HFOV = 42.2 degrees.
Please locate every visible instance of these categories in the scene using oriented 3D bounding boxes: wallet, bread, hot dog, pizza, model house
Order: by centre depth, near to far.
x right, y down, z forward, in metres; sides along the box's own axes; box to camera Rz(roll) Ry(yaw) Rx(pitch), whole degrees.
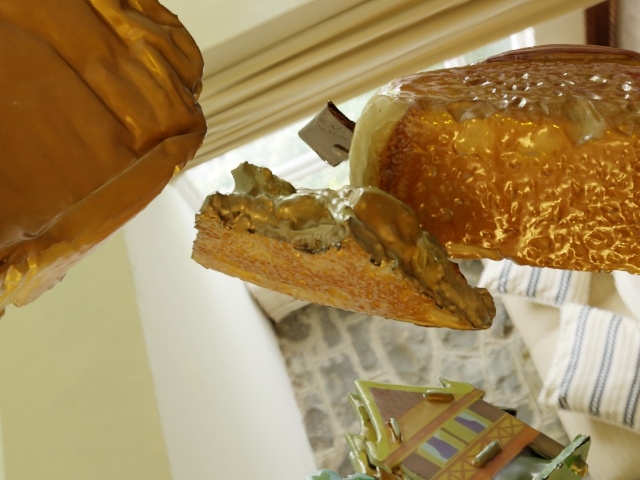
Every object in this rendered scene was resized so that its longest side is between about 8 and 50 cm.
[{"bbox_3d":[-0.184,-0.058,0.460,0.179,0.133,0.250,51,-131,-18],"label":"bread"},{"bbox_3d":[0.000,0.000,0.766,0.223,0.323,0.089,58,-132,-60],"label":"pizza"},{"bbox_3d":[0.242,-0.092,0.870,0.223,0.405,0.185,-64,-23,-56],"label":"hot dog"},{"bbox_3d":[0.109,0.341,1.031,0.312,0.357,0.243,23,127,36],"label":"model house"},{"bbox_3d":[0.019,-0.168,1.346,0.095,0.026,0.176,42,162,-9],"label":"wallet"}]
